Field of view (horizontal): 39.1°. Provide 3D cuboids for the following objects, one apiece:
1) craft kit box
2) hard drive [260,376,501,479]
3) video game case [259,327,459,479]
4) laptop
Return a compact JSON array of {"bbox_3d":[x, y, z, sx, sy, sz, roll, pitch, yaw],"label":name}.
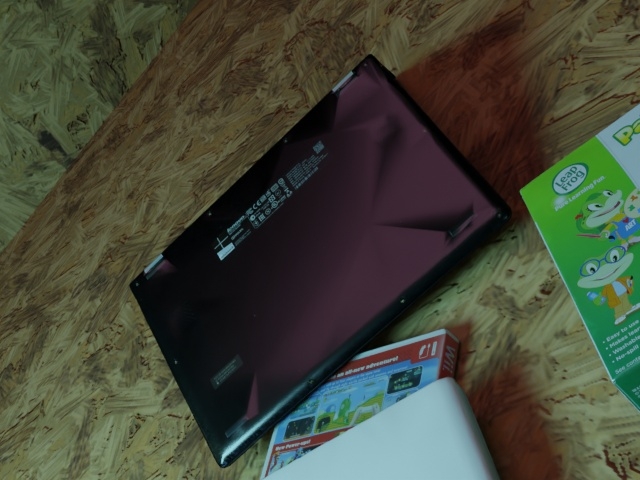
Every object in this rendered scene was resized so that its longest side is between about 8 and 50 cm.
[{"bbox_3d":[0.294,-0.031,0.675,0.250,0.061,0.247,-38,28,19],"label":"craft kit box"},{"bbox_3d":[0.053,0.258,0.621,0.203,0.040,0.307,-32,36,12],"label":"hard drive"},{"bbox_3d":[0.016,0.221,0.782,0.204,0.025,0.285,-23,38,39],"label":"video game case"},{"bbox_3d":[0.000,0.000,1.053,0.382,0.236,0.408,-43,54,11],"label":"laptop"}]
